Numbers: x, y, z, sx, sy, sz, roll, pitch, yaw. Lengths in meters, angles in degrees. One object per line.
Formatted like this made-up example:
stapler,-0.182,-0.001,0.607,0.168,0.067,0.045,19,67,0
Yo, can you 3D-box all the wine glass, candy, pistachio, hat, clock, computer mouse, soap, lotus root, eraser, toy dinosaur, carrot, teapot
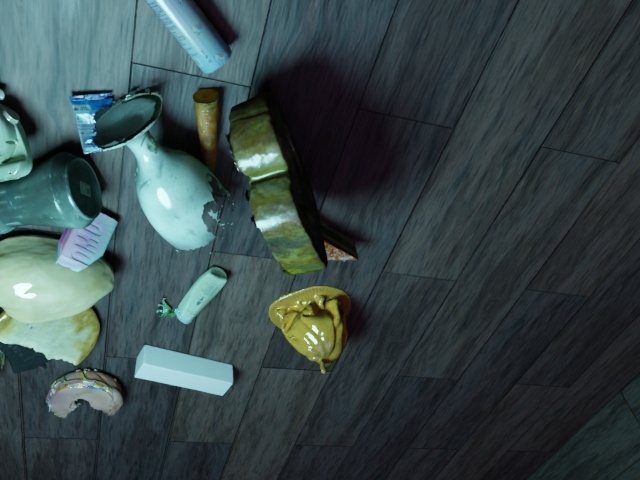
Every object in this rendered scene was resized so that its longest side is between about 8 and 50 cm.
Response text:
wine glass,-0.338,-0.140,1.286,0.190,0.191,0.357,-21,132,10
candy,-0.481,-0.250,1.258,0.088,0.038,0.136,-8,126,-11
pistachio,-0.678,0.093,1.450,0.317,0.193,0.214,0,92,-25
hat,-0.016,0.289,1.709,0.244,0.233,0.233,19,125,-26
clock,-0.684,-0.212,1.192,0.151,0.062,0.191,-11,97,9
computer mouse,-0.836,0.272,1.647,0.147,0.088,0.264,-25,135,-21
soap,-0.566,0.001,1.402,0.100,0.149,0.056,33,151,-31
lotus root,-0.079,-0.115,1.261,0.111,0.375,0.391,-18,96,6
eraser,-0.430,0.415,1.859,0.298,0.076,0.078,20,127,-25
toy dinosaur,-0.442,0.200,1.696,0.062,0.021,0.083,15,132,-31
carrot,-0.254,-0.234,1.316,0.057,0.057,0.224,-1,138,-9
teapot,-0.621,-0.093,1.314,0.225,0.171,0.203,-10,164,8

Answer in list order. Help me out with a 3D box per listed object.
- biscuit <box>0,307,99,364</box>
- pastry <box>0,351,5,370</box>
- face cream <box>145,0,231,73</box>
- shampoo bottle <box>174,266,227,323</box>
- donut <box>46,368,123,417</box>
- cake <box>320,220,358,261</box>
biscuit,-0.734,0.233,1.609,0.204,0.040,0.309,-47,142,2
pastry,-1.060,0.332,1.630,0.329,0.136,0.330,-4,132,-5
face cream,-0.265,-0.428,1.109,0.075,0.075,0.229,-28,132,15
shampoo bottle,-0.339,0.156,1.654,0.072,0.049,0.212,19,127,-31
donut,-0.748,0.484,1.860,0.232,0.085,0.199,3,132,-12
cake,0.001,-0.014,1.531,0.220,0.086,0.117,3,134,-11
